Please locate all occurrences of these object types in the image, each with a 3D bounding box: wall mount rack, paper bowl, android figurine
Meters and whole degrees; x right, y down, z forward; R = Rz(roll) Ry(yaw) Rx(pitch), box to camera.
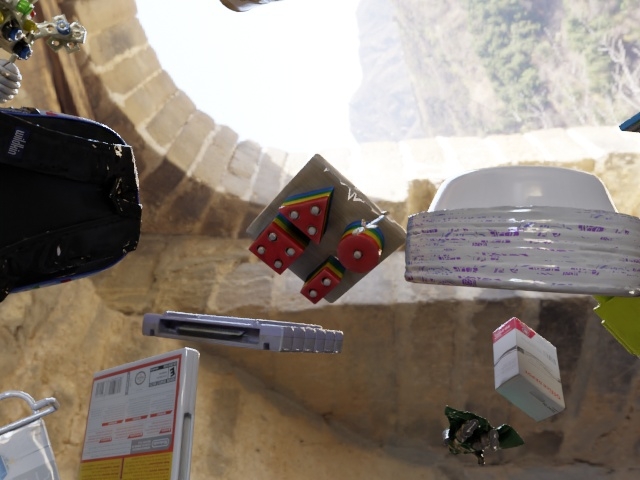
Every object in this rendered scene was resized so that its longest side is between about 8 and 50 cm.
[{"bbox_3d":[-0.643,0.471,1.093,0.350,0.303,0.130,62,155,18],"label":"wall mount rack"},{"bbox_3d":[0.251,-0.008,0.713,0.284,0.283,0.148,32,-120,-83],"label":"paper bowl"},{"bbox_3d":[0.623,0.157,1.035,0.273,0.056,0.248,49,163,19],"label":"android figurine"}]

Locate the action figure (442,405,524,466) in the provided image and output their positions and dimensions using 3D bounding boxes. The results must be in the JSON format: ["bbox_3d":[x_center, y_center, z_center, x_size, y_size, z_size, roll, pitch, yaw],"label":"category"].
[{"bbox_3d":[0.272,0.368,1.032,0.064,0.137,0.232,-57,-15,-22],"label":"action figure"}]

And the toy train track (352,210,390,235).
[{"bbox_3d":[0.077,-0.030,0.855,0.083,0.048,0.014,-31,-77,-38],"label":"toy train track"}]

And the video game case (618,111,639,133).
[{"bbox_3d":[0.680,-0.248,1.095,0.119,0.166,0.015,-39,62,49],"label":"video game case"}]

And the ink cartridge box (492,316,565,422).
[{"bbox_3d":[0.371,0.231,1.005,0.063,0.109,0.151,-47,11,34],"label":"ink cartridge box"}]

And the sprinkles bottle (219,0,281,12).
[{"bbox_3d":[-0.135,-0.547,1.158,0.355,0.121,0.122,-140,43,-63],"label":"sprinkles bottle"}]

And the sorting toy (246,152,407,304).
[{"bbox_3d":[0.000,0.000,1.163,0.255,0.257,0.089,-44,10,33],"label":"sorting toy"}]

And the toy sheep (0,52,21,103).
[{"bbox_3d":[-0.683,-0.340,1.186,0.132,0.091,0.091,-48,-3,4],"label":"toy sheep"}]

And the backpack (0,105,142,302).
[{"bbox_3d":[-0.389,-0.055,0.758,0.213,0.263,0.277,19,108,52],"label":"backpack"}]

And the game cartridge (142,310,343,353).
[{"bbox_3d":[-0.157,0.186,1.140,0.230,0.354,0.068,12,-100,-58],"label":"game cartridge"}]

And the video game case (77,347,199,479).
[{"bbox_3d":[-0.228,0.286,0.664,0.025,0.203,0.286,28,-128,-45],"label":"video game case"}]

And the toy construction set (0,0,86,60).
[{"bbox_3d":[-0.699,-0.556,1.344,0.215,0.151,0.328,-61,-4,-14],"label":"toy construction set"}]
